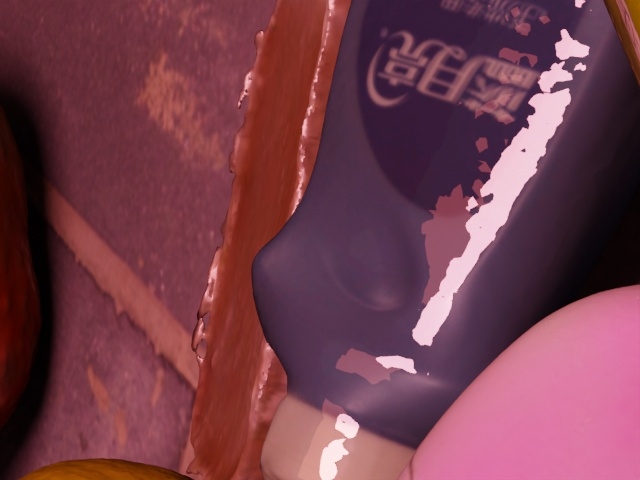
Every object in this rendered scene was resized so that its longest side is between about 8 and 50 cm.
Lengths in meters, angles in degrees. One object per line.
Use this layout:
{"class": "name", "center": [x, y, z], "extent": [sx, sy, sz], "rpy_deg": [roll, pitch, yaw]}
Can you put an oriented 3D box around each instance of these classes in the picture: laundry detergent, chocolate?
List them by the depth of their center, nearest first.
{"class": "laundry detergent", "center": [0.048, -0.018, 0.586], "extent": [0.143, 0.094, 0.290], "rpy_deg": [20, 85, 38]}
{"class": "chocolate", "center": [0.001, -0.001, 0.727], "extent": [0.161, 0.083, 0.261], "rpy_deg": [-151, 71, -75]}

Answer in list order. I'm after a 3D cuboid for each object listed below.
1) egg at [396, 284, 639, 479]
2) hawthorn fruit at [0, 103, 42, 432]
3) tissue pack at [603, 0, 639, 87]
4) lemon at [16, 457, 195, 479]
{"class": "egg", "center": [0.090, 0.149, 0.488], "extent": [0.196, 0.196, 0.271], "rpy_deg": [-1, 88, 56]}
{"class": "hawthorn fruit", "center": [-0.380, 0.009, 1.006], "extent": [0.403, 0.402, 0.403], "rpy_deg": [-9, 80, 55]}
{"class": "tissue pack", "center": [0.138, -0.138, 0.407], "extent": [0.167, 0.200, 0.275], "rpy_deg": [-21, 63, 12]}
{"class": "lemon", "center": [-0.118, 0.206, 0.799], "extent": [0.248, 0.184, 0.184], "rpy_deg": [-37, 57, 58]}
